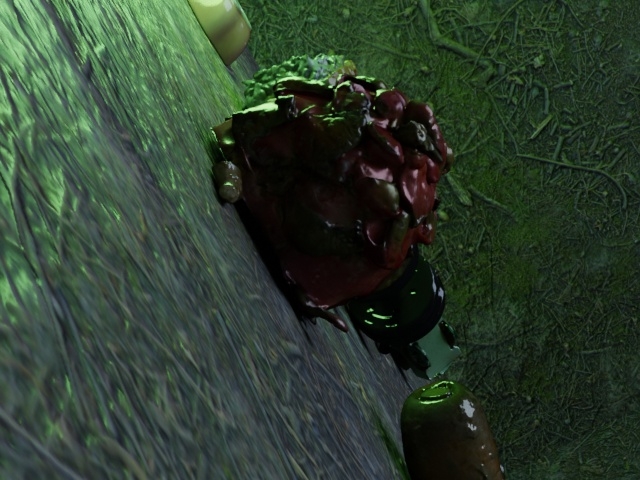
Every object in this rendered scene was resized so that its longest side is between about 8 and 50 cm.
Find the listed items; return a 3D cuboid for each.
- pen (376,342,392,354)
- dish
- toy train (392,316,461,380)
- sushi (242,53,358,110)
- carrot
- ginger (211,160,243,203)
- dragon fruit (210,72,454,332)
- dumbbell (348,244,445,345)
[{"bbox_3d":[0.125,0.185,2.124,0.033,0.033,0.269,60,5,-16],"label":"pen"},{"bbox_3d":[-0.211,-0.486,2.039,0.213,0.090,0.213,61,5,-9],"label":"dish"},{"bbox_3d":[0.210,0.179,2.318,0.159,0.129,0.326,6,-50,60],"label":"toy train"},{"bbox_3d":[-0.027,-0.282,1.876,0.184,0.274,0.139,-18,93,-56],"label":"sushi"},{"bbox_3d":[0.201,0.348,1.359,0.139,0.138,0.302,-39,110,-86],"label":"carrot"},{"bbox_3d":[-0.100,-0.066,1.059,0.048,0.030,0.097,63,2,-4],"label":"ginger"},{"bbox_3d":[0.045,-0.070,1.225,0.314,0.262,0.296,62,2,4],"label":"dragon fruit"},{"bbox_3d":[0.107,0.058,1.705,0.185,0.185,0.388,64,4,30],"label":"dumbbell"}]
